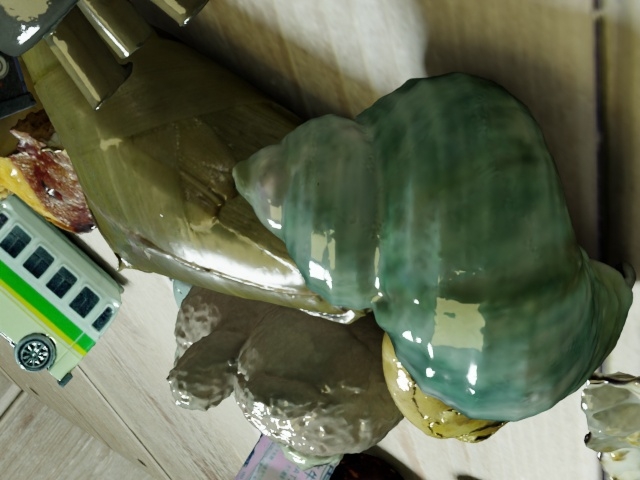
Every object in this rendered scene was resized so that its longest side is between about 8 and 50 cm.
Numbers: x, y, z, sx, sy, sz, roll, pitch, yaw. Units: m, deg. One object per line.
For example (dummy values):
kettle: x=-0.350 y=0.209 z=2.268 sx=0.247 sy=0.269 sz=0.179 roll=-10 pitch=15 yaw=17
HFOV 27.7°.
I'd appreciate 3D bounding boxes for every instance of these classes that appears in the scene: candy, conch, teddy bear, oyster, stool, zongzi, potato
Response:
candy: x=-0.028 y=0.251 z=1.530 sx=0.092 sy=0.160 sz=0.073 roll=35 pitch=165 yaw=-15
conch: x=0.081 y=0.001 z=0.769 sx=0.277 sy=0.195 sz=0.220 roll=16 pitch=-164 yaw=-14
teddy bear: x=-0.022 y=0.107 z=1.165 sx=0.267 sy=0.236 sz=0.151 roll=34 pitch=124 yaw=50
oyster: x=0.286 y=0.169 z=0.910 sx=0.214 sy=0.083 sz=0.223 roll=18 pitch=148 yaw=36
stool: x=-0.127 y=-0.171 z=0.724 sx=0.139 sy=0.153 sz=0.228 roll=43 pitch=160 yaw=-17
zongzi: x=-0.091 y=-0.085 z=0.901 sx=0.274 sy=0.145 sz=0.300 roll=14 pitch=145 yaw=40
potato: x=0.107 y=0.105 z=1.033 sx=0.080 sy=0.107 sz=0.170 roll=41 pitch=165 yaw=46

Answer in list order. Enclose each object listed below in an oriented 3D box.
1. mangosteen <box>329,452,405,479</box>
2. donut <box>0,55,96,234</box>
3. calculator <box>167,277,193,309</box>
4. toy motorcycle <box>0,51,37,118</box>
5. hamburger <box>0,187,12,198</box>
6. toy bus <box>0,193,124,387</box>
mangosteen: x=0.023 y=0.360 z=1.656 sx=0.192 sy=0.192 sz=0.217 roll=40 pitch=168 yaw=-9
donut: x=-0.227 y=-0.088 z=1.168 sx=0.295 sy=0.112 sz=0.151 roll=17 pitch=155 yaw=48
calculator: x=-0.071 y=0.103 z=1.430 sx=0.246 sy=0.045 sz=0.141 roll=34 pitch=161 yaw=10
toy motorcycle: x=-0.386 y=-0.178 z=1.101 sx=0.359 sy=0.125 sz=0.212 roll=6 pitch=116 yaw=50
hamburger: x=-0.450 y=-0.135 z=1.375 sx=0.319 sy=0.158 sz=0.318 roll=30 pitch=160 yaw=12
toy bus: x=-0.397 y=0.042 z=1.684 sx=0.276 sy=0.164 sz=0.134 roll=46 pitch=174 yaw=-22
